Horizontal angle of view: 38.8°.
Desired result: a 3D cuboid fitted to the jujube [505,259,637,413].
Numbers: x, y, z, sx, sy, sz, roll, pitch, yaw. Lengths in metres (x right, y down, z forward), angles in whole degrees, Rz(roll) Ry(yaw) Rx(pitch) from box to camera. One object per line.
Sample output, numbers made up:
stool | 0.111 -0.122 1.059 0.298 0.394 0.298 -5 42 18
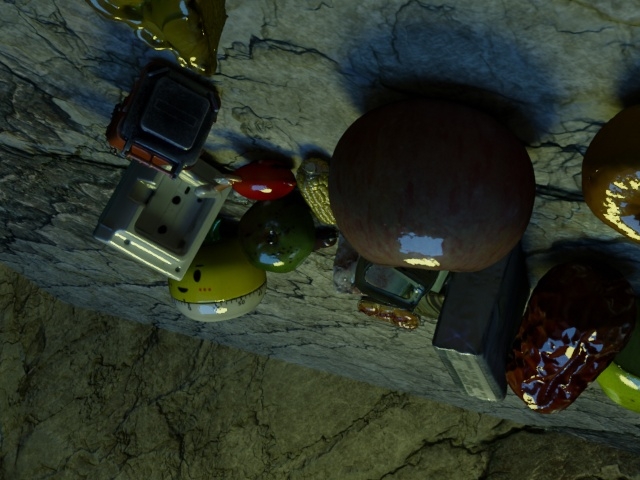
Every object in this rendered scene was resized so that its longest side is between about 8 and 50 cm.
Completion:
jujube | 0.503 0.205 1.879 0.216 0.216 0.342 19 120 -3

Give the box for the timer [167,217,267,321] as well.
timer | -0.279 0.050 2.390 0.285 0.285 0.285 16 162 5

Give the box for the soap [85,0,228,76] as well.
soap | -0.146 -0.350 1.120 0.304 0.169 0.339 31 159 -35

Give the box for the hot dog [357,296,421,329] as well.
hot dog | 0.200 0.208 2.620 0.191 0.059 0.108 14 157 20

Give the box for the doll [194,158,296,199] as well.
doll | -0.140 -0.123 1.887 0.183 0.085 0.217 -2 177 -41

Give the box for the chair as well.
chair | 0.180 0.007 1.795 0.191 0.203 0.274 24 152 9

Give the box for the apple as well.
apple | 0.173 -0.070 1.471 0.345 0.269 0.345 15 162 5

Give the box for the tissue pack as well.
tissue pack | 0.353 0.162 1.952 0.124 0.288 0.394 13 161 21

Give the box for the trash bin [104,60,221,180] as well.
trash bin | -0.310 -0.207 1.699 0.161 0.184 0.239 26 166 -23

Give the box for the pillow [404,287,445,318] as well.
pillow | 0.290 0.169 2.418 0.212 0.052 0.208 8 165 35

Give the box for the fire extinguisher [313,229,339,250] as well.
fire extinguisher | 0.000 0.000 2.215 0.064 0.043 0.158 -6 176 -31

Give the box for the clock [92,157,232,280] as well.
clock | -0.324 -0.066 1.954 0.231 0.262 0.116 34 173 -39

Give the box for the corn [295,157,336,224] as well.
corn | 0.003 -0.098 1.864 0.080 0.080 0.238 12 160 17

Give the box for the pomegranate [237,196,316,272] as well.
pomegranate | -0.097 -0.016 2.083 0.182 0.181 0.224 18 -178 0

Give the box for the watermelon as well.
watermelon | 0.144 0.029 2.050 0.232 0.193 0.310 3 180 -16

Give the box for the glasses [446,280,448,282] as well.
glasses | 0.309 0.097 2.174 0.140 0.062 0.104 31 160 -31

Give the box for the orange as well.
orange | 0.486 -0.088 1.266 0.249 0.183 0.249 26 151 16

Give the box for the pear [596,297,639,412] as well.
pear | 0.736 0.283 2.037 0.343 0.238 0.318 13 153 16
